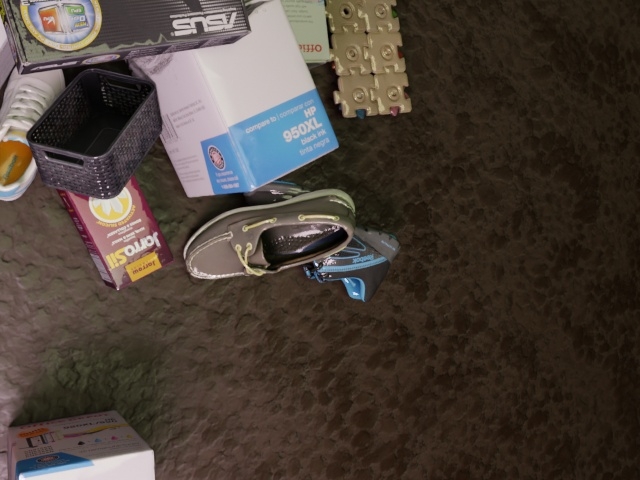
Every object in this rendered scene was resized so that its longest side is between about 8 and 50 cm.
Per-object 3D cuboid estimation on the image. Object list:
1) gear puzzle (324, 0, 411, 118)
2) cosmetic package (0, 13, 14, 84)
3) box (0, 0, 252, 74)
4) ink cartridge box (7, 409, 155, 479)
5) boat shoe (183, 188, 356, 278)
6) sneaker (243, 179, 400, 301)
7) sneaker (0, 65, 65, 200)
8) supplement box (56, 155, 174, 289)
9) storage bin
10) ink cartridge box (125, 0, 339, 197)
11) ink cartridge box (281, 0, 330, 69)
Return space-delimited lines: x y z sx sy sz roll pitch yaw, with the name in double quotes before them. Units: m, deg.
"gear puzzle" 0.074 -0.404 1.243 0.175 0.044 0.339 -11 95 -27
"cosmetic package" -0.399 -0.342 0.836 0.097 0.284 0.377 30 77 -27
"box" -0.232 -0.320 0.732 0.270 0.060 0.216 -17 99 -27
"ink cartridge box" -0.348 0.361 0.921 0.171 0.232 0.168 -2 91 -29
"boat shoe" -0.088 0.002 1.053 0.305 0.091 0.109 -17 122 9
"sneaker" 0.000 0.000 1.161 0.341 0.125 0.140 28 81 -29
"sneaker" -0.426 -0.169 0.937 0.087 0.092 0.229 16 83 -27
"supplement box" -0.321 -0.030 1.007 0.104 0.081 0.188 -30 106 -25
"storage bin" -0.321 -0.157 0.935 0.122 0.084 0.180 14 49 8
"ink cartridge box" -0.172 -0.278 0.964 0.166 0.285 0.395 -30 106 -25
"ink cartridge box" -0.078 -0.408 1.124 0.154 0.093 0.212 -10 95 -28
